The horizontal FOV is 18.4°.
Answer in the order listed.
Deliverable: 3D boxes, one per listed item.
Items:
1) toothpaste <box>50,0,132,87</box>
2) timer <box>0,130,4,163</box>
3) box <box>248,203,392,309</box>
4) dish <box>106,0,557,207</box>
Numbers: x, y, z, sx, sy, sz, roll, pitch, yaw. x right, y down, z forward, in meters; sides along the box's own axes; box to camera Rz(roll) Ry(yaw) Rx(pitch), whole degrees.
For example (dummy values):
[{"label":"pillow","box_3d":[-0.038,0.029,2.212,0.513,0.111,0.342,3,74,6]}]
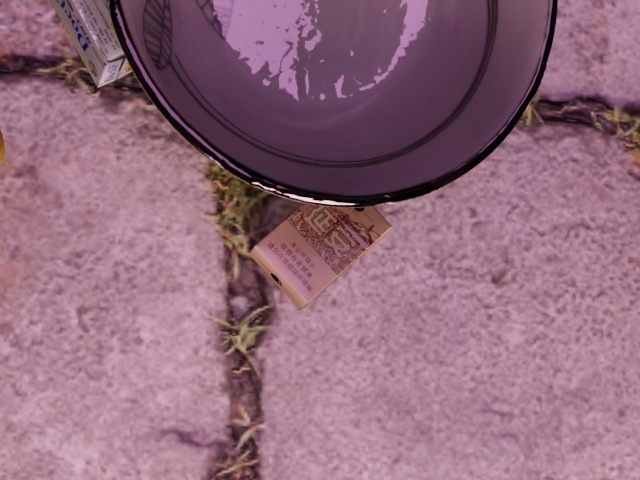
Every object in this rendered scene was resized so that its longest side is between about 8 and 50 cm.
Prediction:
[{"label":"toothpaste","box_3d":[-0.169,-0.186,1.320,0.034,0.046,0.164,-26,82,-21]},{"label":"timer","box_3d":[-0.381,-0.108,1.119,0.376,0.376,0.387,35,27,-2]},{"label":"box","box_3d":[0.000,0.000,1.321,0.083,0.024,0.053,-43,88,-19]},{"label":"dish","box_3d":[-0.002,-0.167,1.324,0.316,0.106,0.317,3,78,-14]}]
